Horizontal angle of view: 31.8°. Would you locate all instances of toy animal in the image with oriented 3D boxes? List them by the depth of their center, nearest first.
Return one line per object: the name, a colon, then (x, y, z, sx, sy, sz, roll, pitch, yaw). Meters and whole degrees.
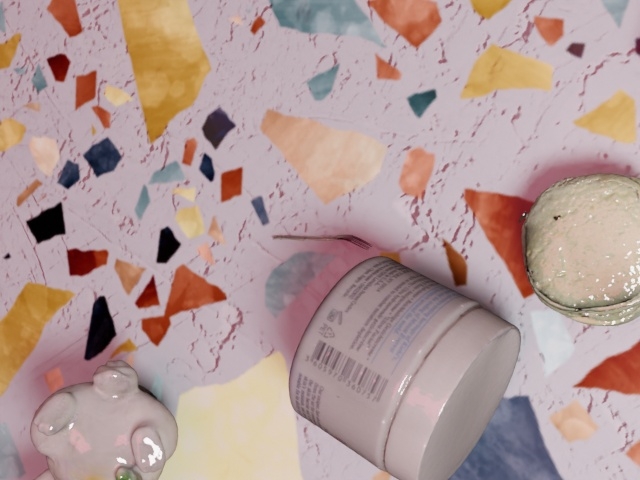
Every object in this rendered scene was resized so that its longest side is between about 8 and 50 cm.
toy animal: (-0.225, 0.299, 1.224, 0.209, 0.154, 0.325, -19, 104, 6)

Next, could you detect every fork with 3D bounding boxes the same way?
fork: (0.000, -0.001, 1.167, 0.115, 0.016, 0.012, 5, 103, 29)

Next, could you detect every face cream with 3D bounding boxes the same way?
face cream: (0.077, 0.121, 1.041, 0.153, 0.177, 0.177, 28, 104, 26)

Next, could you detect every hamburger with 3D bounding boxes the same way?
hamburger: (0.246, 0.007, 1.014, 0.133, 0.062, 0.140, 13, 96, 25)
